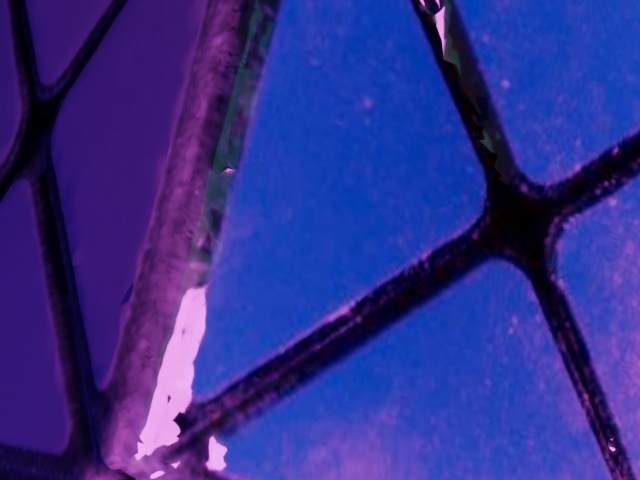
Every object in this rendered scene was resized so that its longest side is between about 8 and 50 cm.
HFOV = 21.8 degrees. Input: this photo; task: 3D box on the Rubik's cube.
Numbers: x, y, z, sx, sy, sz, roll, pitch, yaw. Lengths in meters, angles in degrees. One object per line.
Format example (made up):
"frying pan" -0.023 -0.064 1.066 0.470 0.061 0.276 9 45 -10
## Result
"Rubik's cube" 0.000 0.000 0.648 0.259 0.255 0.260 18 80 -31
